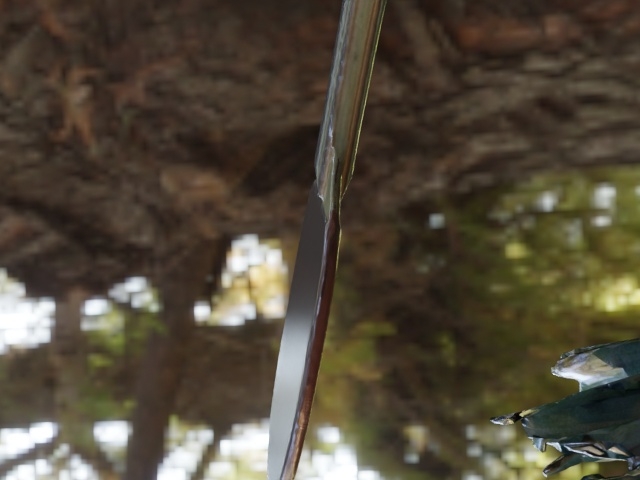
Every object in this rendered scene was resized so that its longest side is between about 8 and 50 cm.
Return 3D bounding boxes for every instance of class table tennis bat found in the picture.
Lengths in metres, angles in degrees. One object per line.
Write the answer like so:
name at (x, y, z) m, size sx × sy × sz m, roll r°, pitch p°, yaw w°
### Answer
table tennis bat at (0.000, 0.000, 0.945) m, size 0.154 × 0.021 × 0.274 m, roll -103°, pitch 22°, yaw -76°

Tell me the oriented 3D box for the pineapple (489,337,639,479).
pineapple at (0.114, 0.011, 0.372) m, size 0.221 × 0.083 × 0.103 m, roll -54°, pitch -54°, yaw -35°
